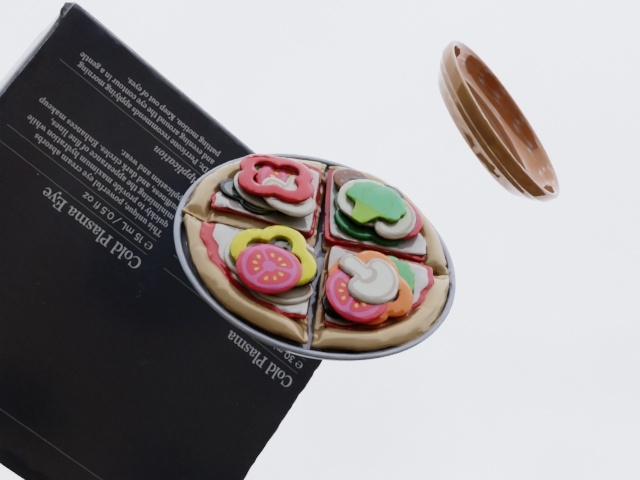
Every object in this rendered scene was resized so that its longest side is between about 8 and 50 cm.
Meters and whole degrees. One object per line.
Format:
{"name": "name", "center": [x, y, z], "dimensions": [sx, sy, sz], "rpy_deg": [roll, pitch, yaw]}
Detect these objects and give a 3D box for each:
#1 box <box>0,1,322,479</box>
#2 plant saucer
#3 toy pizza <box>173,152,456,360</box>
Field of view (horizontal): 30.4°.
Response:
{"name": "box", "center": [-0.183, 0.044, 0.975], "dimensions": [0.343, 0.313, 0.179], "rpy_deg": [40, -18, -17]}
{"name": "plant saucer", "center": [0.184, -0.121, 1.252], "dimensions": [0.037, 0.200, 0.200], "rpy_deg": [-34, -67, 22]}
{"name": "toy pizza", "center": [0.000, 0.000, 0.809], "dimensions": [0.201, 0.201, 0.032], "rpy_deg": [18, -50, -1]}
